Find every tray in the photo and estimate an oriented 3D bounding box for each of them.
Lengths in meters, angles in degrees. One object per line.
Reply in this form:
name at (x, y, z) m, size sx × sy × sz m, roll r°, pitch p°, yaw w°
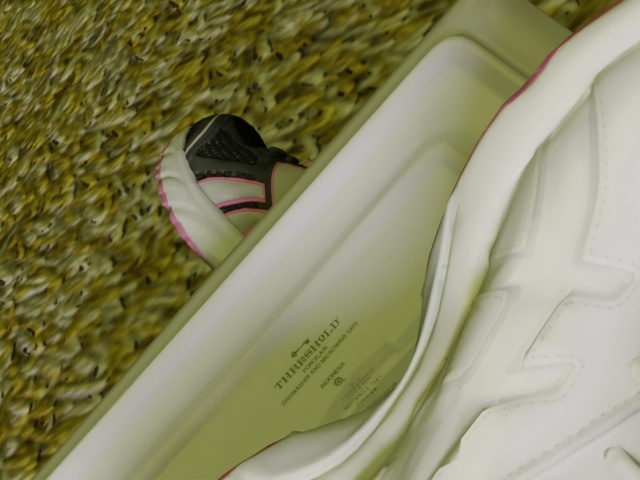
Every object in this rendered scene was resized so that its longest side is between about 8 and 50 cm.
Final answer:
tray at (0.003, 0.043, 0.585) m, size 0.270 × 0.030 × 0.145 m, roll -48°, pitch 53°, yaw -1°

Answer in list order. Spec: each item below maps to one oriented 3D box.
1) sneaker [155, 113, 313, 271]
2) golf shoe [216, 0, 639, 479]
sneaker at (0.000, 0.000, 0.694) m, size 0.077 × 0.072 × 0.178 m, roll -39°, pitch 38°, yaw 7°
golf shoe at (0.067, 0.060, 0.462) m, size 0.306 × 0.115 × 0.140 m, roll -52°, pitch 35°, yaw 6°
